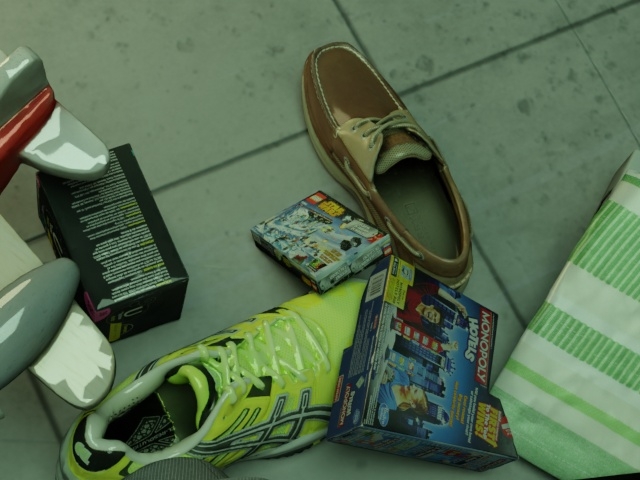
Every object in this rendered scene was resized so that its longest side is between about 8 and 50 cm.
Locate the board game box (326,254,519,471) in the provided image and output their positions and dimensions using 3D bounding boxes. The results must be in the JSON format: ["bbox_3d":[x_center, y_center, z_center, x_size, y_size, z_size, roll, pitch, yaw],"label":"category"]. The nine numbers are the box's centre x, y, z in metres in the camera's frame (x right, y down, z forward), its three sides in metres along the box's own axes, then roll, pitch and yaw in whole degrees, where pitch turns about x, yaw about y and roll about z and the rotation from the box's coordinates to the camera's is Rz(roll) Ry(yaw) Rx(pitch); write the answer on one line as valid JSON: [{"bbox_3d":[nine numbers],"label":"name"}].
[{"bbox_3d":[0.114,0.144,1.334,0.194,0.060,0.194,30,53,-25],"label":"board game box"}]

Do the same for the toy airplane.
[{"bbox_3d":[-0.378,-0.025,1.190,0.386,0.272,0.384,-3,87,10],"label":"toy airplane"}]

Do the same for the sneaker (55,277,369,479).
[{"bbox_3d":[-0.075,0.150,1.302,0.385,0.147,0.145,-32,74,-23],"label":"sneaker"}]

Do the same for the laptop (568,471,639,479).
[{"bbox_3d":[0.404,0.396,1.191,0.408,0.382,0.236,-7,112,4],"label":"laptop"}]

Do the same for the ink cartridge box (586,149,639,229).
[{"bbox_3d":[0.359,0.007,1.476,0.127,0.072,0.175,30,66,4],"label":"ink cartridge box"}]

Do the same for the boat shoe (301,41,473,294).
[{"bbox_3d":[0.081,-0.088,1.445,0.123,0.116,0.324,-23,73,-18],"label":"boat shoe"}]

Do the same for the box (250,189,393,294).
[{"bbox_3d":[0.000,0.000,1.400,0.094,0.027,0.137,-30,35,-19],"label":"box"}]

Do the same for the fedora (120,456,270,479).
[{"bbox_3d":[-0.145,0.305,1.210,0.244,0.275,0.124,14,20,-44],"label":"fedora"}]

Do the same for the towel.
[{"bbox_3d":[0.343,0.116,1.389,0.248,0.038,0.325,30,89,4],"label":"towel"}]

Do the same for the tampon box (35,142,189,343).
[{"bbox_3d":[-0.213,0.007,1.352,0.101,0.120,0.161,-20,71,-17],"label":"tampon box"}]
